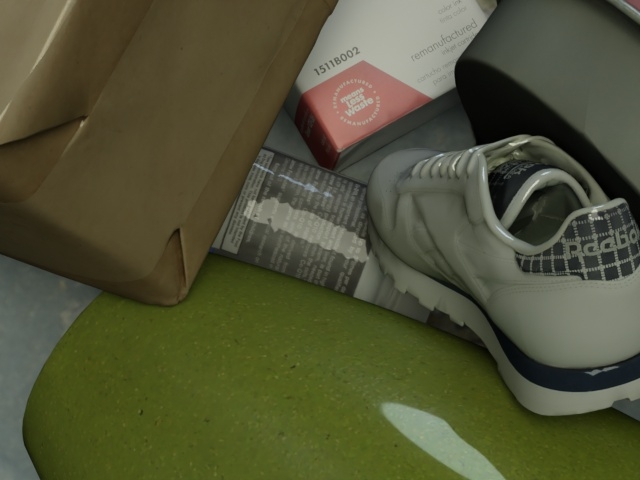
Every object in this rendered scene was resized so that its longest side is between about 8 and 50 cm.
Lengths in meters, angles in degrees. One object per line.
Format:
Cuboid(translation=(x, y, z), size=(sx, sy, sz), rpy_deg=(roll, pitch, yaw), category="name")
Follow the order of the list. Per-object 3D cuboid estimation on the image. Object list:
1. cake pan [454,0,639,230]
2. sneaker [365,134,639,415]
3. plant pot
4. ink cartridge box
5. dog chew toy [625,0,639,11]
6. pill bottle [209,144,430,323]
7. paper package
Cuboid(translation=(0.166, -0.008, 0.735), size=(0.054, 0.293, 0.293), rpy_deg=(-39, 85, -3), category="cake pan")
Cuboid(translation=(0.085, -0.011, 0.697), size=(0.090, 0.235, 0.095), rpy_deg=(-22, 117, -16), category="sneaker")
Cuboid(translation=(0.007, 0.139, 0.729), size=(0.293, 0.275, 0.275), rpy_deg=(37, 78, 20), category="plant pot")
Cuboid(translation=(0.005, -0.153, 0.861), size=(0.115, 0.067, 0.198), rpy_deg=(-30, 83, -9), category="ink cartridge box")
Cuboid(translation=(0.255, -0.208, 0.832), size=(0.206, 0.206, 0.332), rpy_deg=(42, 71, 4), category="dog chew toy")
Cuboid(translation=(0.000, 0.000, 0.826), size=(0.137, 0.078, 0.078), rpy_deg=(20, 78, 0), category="pill bottle")
Cuboid(translation=(-0.164, -0.165, 0.735), size=(0.325, 0.168, 0.309), rpy_deg=(18, 76, 31), category="paper package")
